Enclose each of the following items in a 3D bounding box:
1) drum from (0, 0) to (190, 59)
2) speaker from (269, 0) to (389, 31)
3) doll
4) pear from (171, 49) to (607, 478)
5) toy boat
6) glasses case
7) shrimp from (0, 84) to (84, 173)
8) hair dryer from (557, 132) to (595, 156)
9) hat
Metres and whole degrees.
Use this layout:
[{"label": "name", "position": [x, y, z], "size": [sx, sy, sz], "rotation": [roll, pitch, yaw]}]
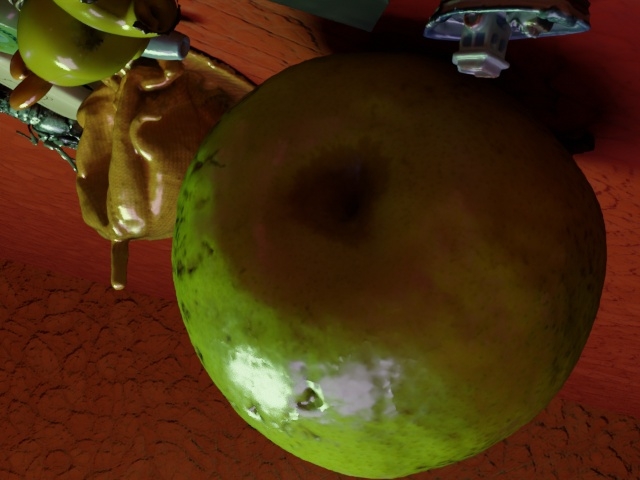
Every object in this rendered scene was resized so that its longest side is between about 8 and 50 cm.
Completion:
[{"label": "drum", "position": [-0.251, -0.209, 1.323], "size": [0.253, 0.049, 0.130], "rotation": [9, 167, 34]}, {"label": "speaker", "position": [-0.054, -0.212, 1.024], "size": [0.218, 0.044, 0.082], "rotation": [17, 169, -4]}, {"label": "doll", "position": [-0.199, -0.185, 1.160], "size": [0.135, 0.143, 0.221], "rotation": [20, 162, -31]}, {"label": "pear", "position": [0.065, 0.029, 1.238], "size": [0.391, 0.391, 0.391], "rotation": [16, 170, 3]}, {"label": "toy boat", "position": [0.127, -0.150, 1.018], "size": [0.140, 0.066, 0.059], "rotation": [7, 170, 45]}, {"label": "glasses case", "position": [-0.304, -0.182, 1.543], "size": [0.083, 0.050, 0.196], "rotation": [10, 168, 40]}, {"label": "shrimp", "position": [-0.333, -0.141, 1.730], "size": [0.174, 0.082, 0.076], "rotation": [22, 175, 7]}, {"label": "hair dryer", "position": [0.196, -0.083, 1.347], "size": [0.106, 0.054, 0.154], "rotation": [30, 153, -35]}, {"label": "hat", "position": [-0.176, -0.061, 1.483], "size": [0.233, 0.233, 0.244], "rotation": [18, 171, -17]}]
